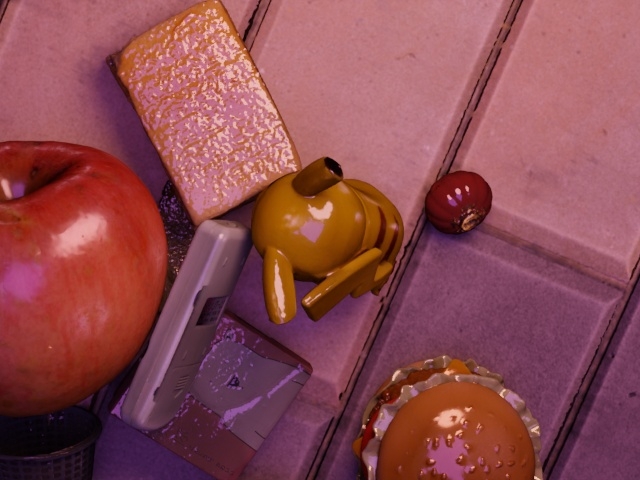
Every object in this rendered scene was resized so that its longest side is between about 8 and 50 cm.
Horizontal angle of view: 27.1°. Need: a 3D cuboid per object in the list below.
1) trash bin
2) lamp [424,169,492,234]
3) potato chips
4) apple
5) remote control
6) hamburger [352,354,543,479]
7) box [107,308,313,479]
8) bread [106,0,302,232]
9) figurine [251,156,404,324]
[{"bbox_3d":[-0.389,0.333,1.863,0.175,0.175,0.161,-4,109,-6],"label":"trash bin"},{"bbox_3d":[0.198,-0.054,1.901,0.101,0.090,0.101,-15,139,-13],"label":"lamp"},{"bbox_3d":[-0.219,0.008,1.898,0.142,0.026,0.209,1,100,-9],"label":"potato chips"},{"bbox_3d":[-0.378,0.053,1.726,0.364,0.364,0.364,-1,98,-6],"label":"apple"},{"bbox_3d":[-0.176,0.113,1.757,0.056,0.140,0.296,26,97,16],"label":"remote control"},{"bbox_3d":[0.183,0.310,1.886,0.274,0.212,0.274,-1,98,-6],"label":"hamburger"},{"bbox_3d":[-0.159,0.206,1.891,0.215,0.086,0.215,34,93,-14],"label":"box"},{"bbox_3d":[-0.157,-0.173,1.827,0.184,0.114,0.275,-28,92,-3],"label":"bread"},{"bbox_3d":[0.003,0.001,1.774,0.169,0.326,0.218,23,95,28],"label":"figurine"}]
